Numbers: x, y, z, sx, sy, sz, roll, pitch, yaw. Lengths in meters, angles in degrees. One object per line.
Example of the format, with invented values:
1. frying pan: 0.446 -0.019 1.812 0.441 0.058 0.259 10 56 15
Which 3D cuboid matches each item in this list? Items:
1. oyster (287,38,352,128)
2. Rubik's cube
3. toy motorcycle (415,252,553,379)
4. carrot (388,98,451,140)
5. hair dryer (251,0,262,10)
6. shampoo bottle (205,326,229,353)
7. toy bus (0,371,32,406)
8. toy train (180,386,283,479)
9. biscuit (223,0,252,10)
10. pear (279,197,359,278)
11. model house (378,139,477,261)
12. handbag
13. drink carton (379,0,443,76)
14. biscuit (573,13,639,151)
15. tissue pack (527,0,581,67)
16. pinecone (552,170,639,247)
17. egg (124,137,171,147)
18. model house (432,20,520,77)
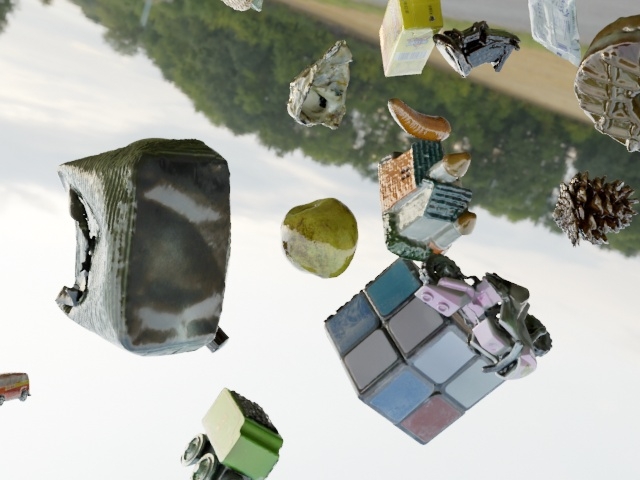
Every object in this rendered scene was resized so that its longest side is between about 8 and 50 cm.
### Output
1. oyster: 0.007 -0.344 1.836 0.166 0.294 0.094 -22 -114 -27
2. Rubik's cube: 0.246 0.288 2.230 0.313 0.316 0.318 41 -167 -37
3. toy motorcycle: 0.329 0.160 1.693 0.327 0.143 0.188 33 -137 -11
4. carrot: 0.208 -0.263 1.873 0.066 0.062 0.271 17 -174 40
5. hair dryer: -0.240 -0.858 2.621 0.075 0.206 0.237 -6 149 45
6. shampoo bottle: -0.343 0.171 2.168 0.278 0.104 0.104 47 -163 6
7. toy bus: -0.793 0.367 2.102 0.079 0.077 0.174 1 177 14
8. toy train: -0.227 0.544 2.206 0.173 0.249 0.307 36 179 -22
9. biscuit: -0.252 -0.655 2.024 0.254 0.035 0.254 43 169 10
10. pear: 0.000 0.000 2.013 0.197 0.197 0.197 19 -167 -4
11. model house: 0.290 -0.120 2.025 0.190 0.271 0.301 12 151 -26
12. handbag: -0.285 0.005 1.345 0.240 0.340 0.247 7 -173 39
13. drink carton: 0.235 -0.567 2.251 0.111 0.154 0.351 -6 172 -3
14. biscuit: 0.588 -0.247 1.416 0.332 0.103 0.332 25 161 9
15. tissue pack: 0.432 -0.414 1.582 0.122 0.026 0.193 42 170 34
16. pinecone: 0.563 -0.067 1.741 0.174 0.173 0.173 19 -167 -4
17. egg: -0.293 -0.121 1.618 0.199 0.146 0.146 26 -168 -4
18. model house: 0.379 -0.485 2.066 0.141 0.164 0.203 52 -173 -30
